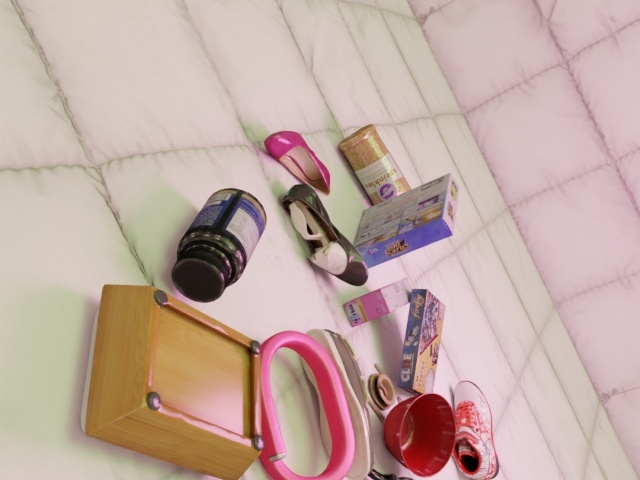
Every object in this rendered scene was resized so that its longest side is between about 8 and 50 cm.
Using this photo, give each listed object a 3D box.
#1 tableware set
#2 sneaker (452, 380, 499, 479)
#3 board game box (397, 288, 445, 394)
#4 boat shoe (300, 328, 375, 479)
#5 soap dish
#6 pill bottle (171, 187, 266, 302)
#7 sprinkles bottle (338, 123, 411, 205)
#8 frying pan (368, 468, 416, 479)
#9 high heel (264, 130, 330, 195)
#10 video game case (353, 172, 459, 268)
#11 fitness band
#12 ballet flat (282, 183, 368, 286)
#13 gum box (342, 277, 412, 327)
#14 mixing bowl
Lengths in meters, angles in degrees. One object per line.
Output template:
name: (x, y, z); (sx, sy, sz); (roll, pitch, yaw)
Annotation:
tableware set: (0.180, 0.387, 1.664); (0.194, 0.039, 0.128); (56, 29, -16)
sneaker: (0.396, 0.496, 1.893); (0.145, 0.090, 0.270); (27, 48, -53)
board game box: (0.252, 0.256, 1.768); (0.165, 0.042, 0.243); (40, 58, -58)
boat shoe: (0.049, 0.319, 1.420); (0.091, 0.109, 0.304); (11, 54, -52)
soap dish: (-0.204, 0.210, 1.061); (0.291, 0.118, 0.228); (37, 37, -43)
pill bottle: (-0.180, 0.008, 1.267); (0.122, 0.123, 0.219); (53, 30, -21)
sprinkles bottle: (0.189, -0.154, 2.050); (0.355, 0.121, 0.121); (58, 28, -11)
frying pan: (0.176, 0.525, 1.502); (0.326, 0.053, 0.197); (54, 12, 7)
high heel: (-0.049, -0.179, 1.701); (0.117, 0.082, 0.244); (63, 13, 20)
video game case: (0.220, -0.048, 1.851); (0.061, 0.270, 0.244); (56, 29, -20)
fitness band: (-0.035, 0.305, 1.294); (0.209, 0.054, 0.290); (3, 64, -44)
ballet flat: (0.000, 0.000, 1.636); (0.280, 0.095, 0.096); (54, 37, 3)
gum box: (0.148, 0.148, 1.736); (0.188, 0.107, 0.062); (-12, 78, -62)
mixing bowl: (0.205, 0.424, 1.583); (0.182, 0.098, 0.181); (5, 83, -39)
